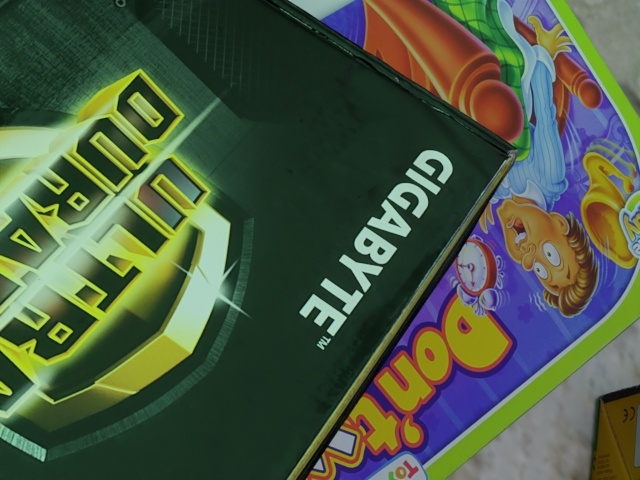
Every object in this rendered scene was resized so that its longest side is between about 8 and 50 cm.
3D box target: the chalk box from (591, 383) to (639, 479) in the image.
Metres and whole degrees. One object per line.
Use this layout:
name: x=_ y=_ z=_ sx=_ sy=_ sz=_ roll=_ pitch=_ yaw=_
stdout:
chalk box: x=0.255 y=0.155 z=0.728 sx=0.213 sy=0.132 sz=0.132 roll=18 pitch=69 yaw=-20

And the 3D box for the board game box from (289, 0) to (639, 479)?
board game box: x=0.000 y=0.000 z=0.676 sx=0.347 sy=0.078 sz=0.233 roll=-34 pitch=93 yaw=-29

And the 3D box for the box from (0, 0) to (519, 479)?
box: x=-0.113 y=0.012 z=0.482 sx=0.257 sy=0.079 sz=0.322 roll=33 pitch=50 yaw=7
